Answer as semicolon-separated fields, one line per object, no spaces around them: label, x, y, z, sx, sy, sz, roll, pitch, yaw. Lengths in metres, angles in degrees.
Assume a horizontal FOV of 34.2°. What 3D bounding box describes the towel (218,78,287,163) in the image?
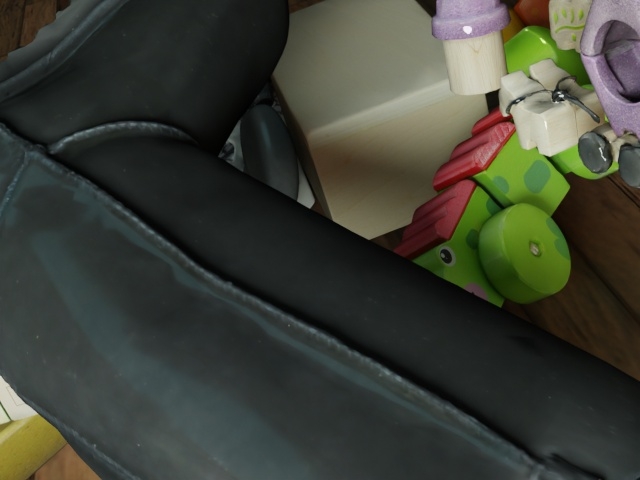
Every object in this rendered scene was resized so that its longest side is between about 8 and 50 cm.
towel;-0.194;-0.116;1.085;0.284;0.121;0.235;5;40;35

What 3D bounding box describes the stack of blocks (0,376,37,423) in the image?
stack of blocks;-0.322;0.073;0.734;0.297;0.087;0.171;-17;31;3

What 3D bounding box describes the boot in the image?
boot;-0.001;0.001;0.584;0.445;0.146;0.367;27;54;29

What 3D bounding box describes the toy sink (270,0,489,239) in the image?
toy sink;0.046;-0.121;0.951;0.153;0.131;0.234;-21;36;-4

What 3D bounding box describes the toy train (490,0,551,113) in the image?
toy train;0.171;-0.189;0.919;0.143;0.105;0.248;-32;76;0

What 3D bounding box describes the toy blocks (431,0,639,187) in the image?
toy blocks;0.212;-0.227;0.620;0.309;0.260;0.288;-22;26;-20

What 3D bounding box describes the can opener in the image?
can opener;-0.073;-0.144;0.963;0.074;0.280;0.093;-12;-20;-33

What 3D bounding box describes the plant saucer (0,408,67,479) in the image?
plant saucer;-0.315;0.130;0.803;0.333;0.081;0.333;13;44;41

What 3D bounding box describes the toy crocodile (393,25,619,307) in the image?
toy crocodile;0.124;-0.031;0.736;0.115;0.105;0.340;-30;20;53
